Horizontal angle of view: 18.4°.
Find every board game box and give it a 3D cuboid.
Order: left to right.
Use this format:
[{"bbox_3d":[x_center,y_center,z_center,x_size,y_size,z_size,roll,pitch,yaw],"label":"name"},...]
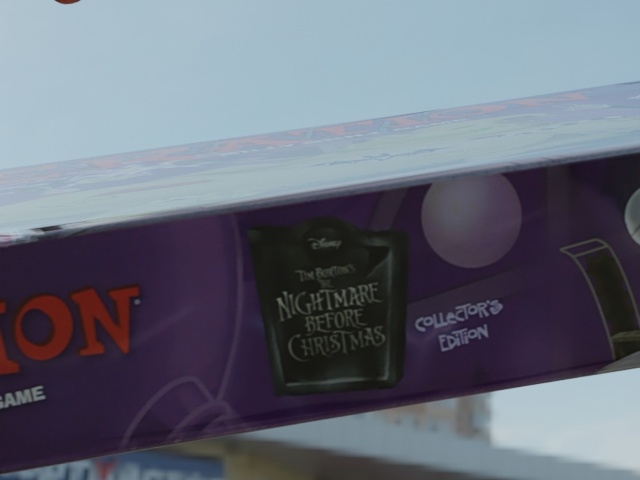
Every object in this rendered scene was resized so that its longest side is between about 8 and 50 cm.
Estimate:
[{"bbox_3d":[0.000,0.000,0.448,0.347,0.056,0.208,-9,3,-10],"label":"board game box"}]

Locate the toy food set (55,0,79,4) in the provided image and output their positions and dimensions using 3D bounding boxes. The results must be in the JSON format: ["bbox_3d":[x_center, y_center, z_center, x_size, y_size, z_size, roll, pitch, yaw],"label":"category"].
[{"bbox_3d":[-0.152,-0.183,0.695,0.111,0.232,0.104,-32,48,-33],"label":"toy food set"}]
